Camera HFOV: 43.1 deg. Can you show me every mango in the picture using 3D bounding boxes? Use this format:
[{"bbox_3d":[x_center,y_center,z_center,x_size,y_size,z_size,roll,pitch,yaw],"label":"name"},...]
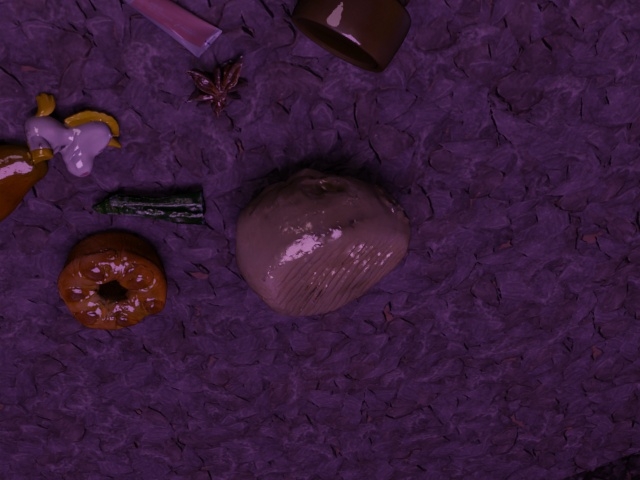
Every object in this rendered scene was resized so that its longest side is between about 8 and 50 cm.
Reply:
[{"bbox_3d":[-0.620,-0.105,1.530,0.227,0.099,0.136,-32,127,7],"label":"mango"}]

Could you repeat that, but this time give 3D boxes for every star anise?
[{"bbox_3d":[-0.190,-0.271,1.479,0.124,0.056,0.129,-20,145,-17],"label":"star anise"}]

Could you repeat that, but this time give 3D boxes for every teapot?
[{"bbox_3d":[0.074,-0.392,1.349,0.175,0.185,0.267,-58,153,2],"label":"teapot"}]

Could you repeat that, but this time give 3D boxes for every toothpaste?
[{"bbox_3d":[-0.262,-0.386,1.381,0.194,0.043,0.067,30,118,-36],"label":"toothpaste"}]

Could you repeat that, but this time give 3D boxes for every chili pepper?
[{"bbox_3d":[-0.345,-0.064,1.633,0.226,0.059,0.088,0,135,-6],"label":"chili pepper"}]

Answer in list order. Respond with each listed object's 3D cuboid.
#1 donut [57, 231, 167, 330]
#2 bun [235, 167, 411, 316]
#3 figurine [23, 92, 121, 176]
[{"bbox_3d":[-0.435,0.087,1.710,0.226,0.114,0.227,-4,131,-5],"label":"donut"},{"bbox_3d":[0.000,0.000,1.634,0.361,0.235,0.326,-13,140,-18],"label":"bun"},{"bbox_3d":[-0.454,-0.186,1.490,0.178,0.109,0.130,16,99,-26],"label":"figurine"}]
